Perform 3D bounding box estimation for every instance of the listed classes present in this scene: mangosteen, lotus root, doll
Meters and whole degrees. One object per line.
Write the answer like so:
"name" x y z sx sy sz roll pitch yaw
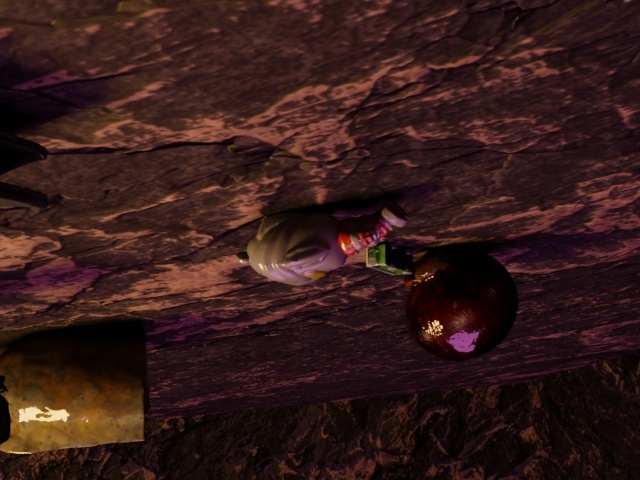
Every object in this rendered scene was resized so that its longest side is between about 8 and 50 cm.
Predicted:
"mangosteen" 0.170 0.074 1.204 0.152 0.152 0.152 -7 166 -2
"lotus root" -0.388 0.211 1.419 0.260 0.149 0.267 -1 -177 -9
"doll" 0.000 0.000 0.951 0.180 0.079 0.094 -17 -164 13

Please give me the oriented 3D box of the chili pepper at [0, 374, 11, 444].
"chili pepper" -0.524 0.166 1.057 0.385 0.213 0.167 -6 154 16

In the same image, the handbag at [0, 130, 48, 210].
"handbag" -0.343 -0.038 0.604 0.247 0.079 0.260 -14 165 27

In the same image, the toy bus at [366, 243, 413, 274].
"toy bus" 0.085 0.024 1.154 0.037 0.031 0.083 -5 169 29
